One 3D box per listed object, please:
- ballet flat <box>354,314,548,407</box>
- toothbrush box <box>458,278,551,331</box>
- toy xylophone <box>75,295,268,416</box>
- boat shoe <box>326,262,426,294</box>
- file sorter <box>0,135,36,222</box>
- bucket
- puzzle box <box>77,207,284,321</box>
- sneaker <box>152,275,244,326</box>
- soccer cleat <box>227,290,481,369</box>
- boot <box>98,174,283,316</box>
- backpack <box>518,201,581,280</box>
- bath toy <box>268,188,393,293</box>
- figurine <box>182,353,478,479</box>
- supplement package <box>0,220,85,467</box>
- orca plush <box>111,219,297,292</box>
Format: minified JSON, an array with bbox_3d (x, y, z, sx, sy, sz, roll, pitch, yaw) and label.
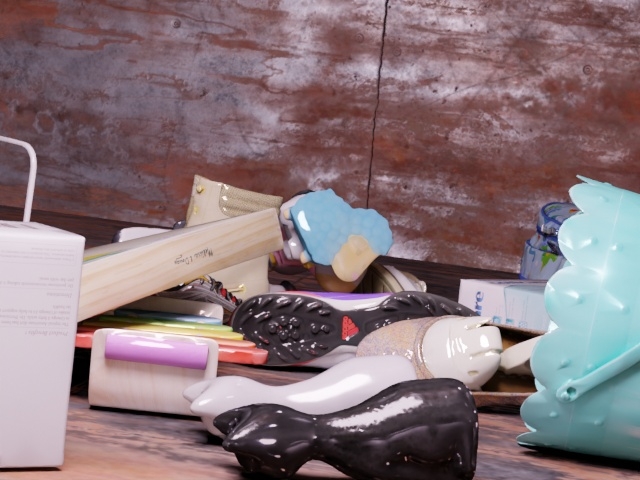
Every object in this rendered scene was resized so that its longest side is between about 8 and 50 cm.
[{"bbox_3d":[0.196,0.124,1.682,0.316,0.108,0.106,5,-26,-18],"label":"ballet flat"},{"bbox_3d":[0.339,0.126,1.901,0.295,0.126,0.216,11,7,41],"label":"toothbrush box"},{"bbox_3d":[-0.187,0.110,1.546,0.236,0.081,0.322,6,4,-11],"label":"toy xylophone"},{"bbox_3d":[0.100,0.083,2.200,0.103,0.113,0.302,0,5,-17],"label":"boat shoe"},{"bbox_3d":[-0.512,-0.051,1.899,0.173,0.193,0.277,15,8,43],"label":"file sorter"},{"bbox_3d":[0.306,0.085,1.500,0.183,0.281,0.281,12,5,10],"label":"bucket"},{"bbox_3d":[-0.252,0.042,1.650,0.272,0.052,0.409,-11,4,29],"label":"puzzle box"},{"bbox_3d":[-0.135,0.083,1.934,0.225,0.093,0.088,7,4,-10],"label":"sneaker"},{"bbox_3d":[0.049,0.108,1.848,0.318,0.109,0.116,4,0,-8],"label":"soccer cleat"},{"bbox_3d":[-0.185,0.014,2.011,0.262,0.203,0.095,8,3,-3],"label":"boot"},{"bbox_3d":[0.444,0.061,2.400,0.290,0.273,0.355,-1,-7,-11],"label":"backpack"},{"bbox_3d":[0.000,0.000,2.179,0.129,0.151,0.348,-20,3,-11],"label":"bath toy"},{"bbox_3d":[-0.003,0.150,1.319,0.209,0.092,0.215,1,5,-17],"label":"figurine"},{"bbox_3d":[-0.254,0.076,1.193,0.105,0.179,0.105,4,5,-33],"label":"supplement package"},{"bbox_3d":[-0.173,0.059,2.188,0.287,0.151,0.102,6,-30,-33],"label":"orca plush"}]
